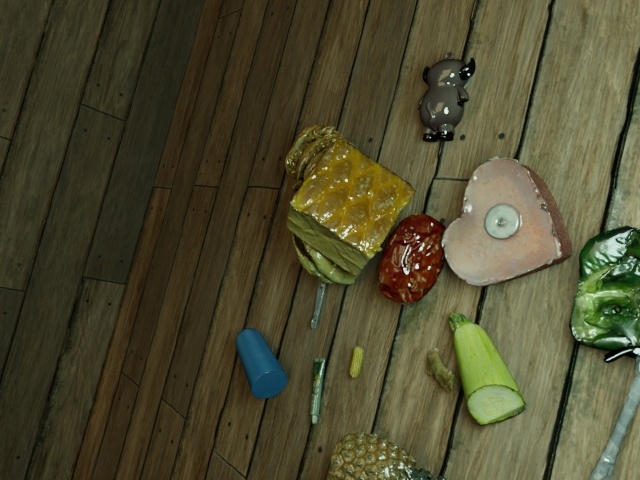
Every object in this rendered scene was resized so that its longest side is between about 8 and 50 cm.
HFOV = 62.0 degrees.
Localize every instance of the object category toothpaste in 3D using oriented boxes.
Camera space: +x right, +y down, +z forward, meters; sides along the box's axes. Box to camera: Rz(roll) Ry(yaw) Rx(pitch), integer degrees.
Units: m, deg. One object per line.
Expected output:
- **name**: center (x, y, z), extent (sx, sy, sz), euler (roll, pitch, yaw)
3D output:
- **toothpaste**: center (-0.011, 0.483, 1.715), extent (0.049, 0.031, 0.204), euler (-12, 67, 44)

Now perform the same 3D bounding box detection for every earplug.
- **earplug**: center (-0.229, 0.421, 1.913), extent (0.132, 0.132, 0.273), euler (-58, 39, 17)

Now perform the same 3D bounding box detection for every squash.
- **squash**: center (0.379, 0.280, 1.279), extent (0.137, 0.137, 0.287), euler (-38, 49, 34)

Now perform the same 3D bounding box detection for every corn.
- **corn**: center (0.110, 0.368, 1.613), extent (0.037, 0.037, 0.092), euler (8, 82, 49)

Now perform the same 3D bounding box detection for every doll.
- **doll**: center (0.362, -0.416, 1.544), extent (0.182, 0.117, 0.257), euler (6, 82, 47)

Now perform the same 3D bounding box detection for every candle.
- **candle**: center (0.467, -0.029, 1.291), extent (0.287, 0.131, 0.317), euler (27, 107, 43)

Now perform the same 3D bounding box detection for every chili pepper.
- **chili pepper**: center (0.595, 0.095, 1.093), extent (0.148, 0.116, 0.265), euler (3, 103, 24)

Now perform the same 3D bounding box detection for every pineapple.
- **pineapple**: center (0.193, 0.606, 1.329), extent (0.362, 0.202, 0.202), euler (0, 77, 41)

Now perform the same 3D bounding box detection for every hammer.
- **hammer**: center (0.584, 0.409, 1.044), extent (0.152, 0.044, 0.427), euler (18, 98, 22)

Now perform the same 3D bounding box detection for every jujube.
- **jujube**: center (0.253, 0.049, 1.461), extent (0.174, 0.174, 0.250), euler (32, 102, 49)

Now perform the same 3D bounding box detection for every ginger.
- **ginger**: center (0.316, 0.344, 1.389), extent (0.137, 0.044, 0.057), euler (-123, 31, -49)

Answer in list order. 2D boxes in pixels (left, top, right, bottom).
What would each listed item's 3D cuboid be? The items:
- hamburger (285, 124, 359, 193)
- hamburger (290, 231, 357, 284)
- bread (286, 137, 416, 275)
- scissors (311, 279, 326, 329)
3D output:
- **hamburger**: center (0.006, -0.243, 1.794), extent (0.260, 0.245, 0.211), euler (-31, 45, -14)
- **hamburger**: center (0.000, 0.000, 1.702), extent (0.132, 0.211, 0.309), euler (-42, 54, 30)
- **bread**: center (0.078, -0.091, 1.536), extent (0.279, 0.279, 0.207), euler (-58, -3, -21)
- **scissors**: center (0.008, 0.124, 1.813), extent (0.191, 0.029, 0.360), euler (3, 76, 47)
